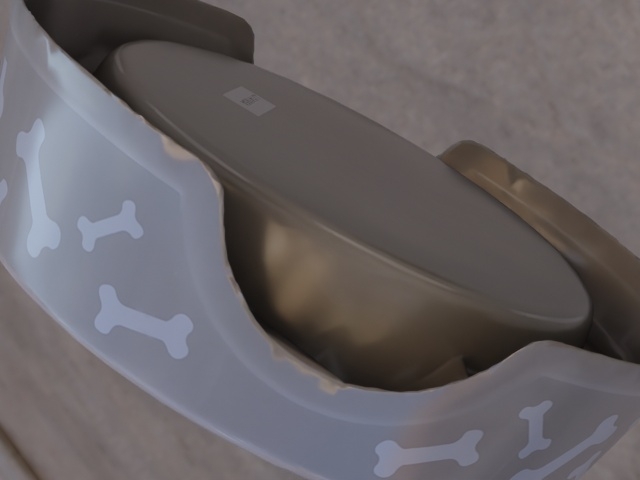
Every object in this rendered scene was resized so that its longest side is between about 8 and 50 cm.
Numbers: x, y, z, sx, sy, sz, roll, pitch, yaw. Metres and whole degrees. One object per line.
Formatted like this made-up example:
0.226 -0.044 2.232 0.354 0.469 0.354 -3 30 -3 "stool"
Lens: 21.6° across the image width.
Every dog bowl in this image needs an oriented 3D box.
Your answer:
0.000 0.000 0.773 0.349 0.102 0.349 27 -166 -8 "dog bowl"
